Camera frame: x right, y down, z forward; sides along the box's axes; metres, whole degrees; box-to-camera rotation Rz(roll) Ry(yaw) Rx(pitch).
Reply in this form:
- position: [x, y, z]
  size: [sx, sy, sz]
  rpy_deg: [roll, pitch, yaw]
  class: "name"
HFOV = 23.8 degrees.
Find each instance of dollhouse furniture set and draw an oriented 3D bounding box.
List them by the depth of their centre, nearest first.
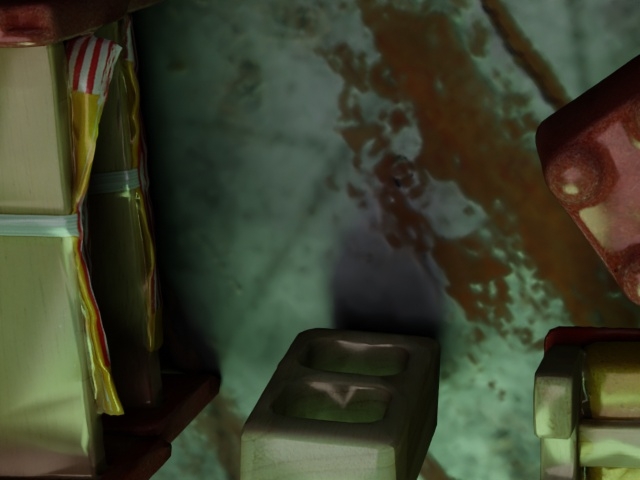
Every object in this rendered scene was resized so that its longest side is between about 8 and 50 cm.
- position: [0.000, 0.000, 0.585]
  size: [0.374, 0.152, 0.201]
  rpy_deg: [1, 105, 11]
  class: "dollhouse furniture set"
